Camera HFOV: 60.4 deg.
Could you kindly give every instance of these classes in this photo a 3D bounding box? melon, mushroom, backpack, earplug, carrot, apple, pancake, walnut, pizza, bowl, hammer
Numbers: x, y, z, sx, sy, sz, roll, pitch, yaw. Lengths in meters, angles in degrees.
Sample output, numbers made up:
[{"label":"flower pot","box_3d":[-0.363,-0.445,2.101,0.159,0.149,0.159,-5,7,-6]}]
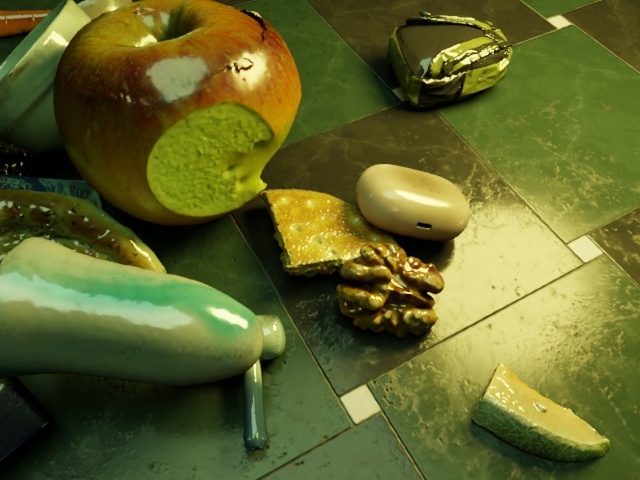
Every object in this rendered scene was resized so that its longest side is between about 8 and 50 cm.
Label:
[{"label":"melon","box_3d":[0.314,0.259,0.780,0.182,0.054,0.098,34,45,20]},{"label":"mushroom","box_3d":[-0.499,-0.480,1.232,0.188,0.141,0.117,-27,94,-17]},{"label":"backpack","box_3d":[0.279,-0.395,1.176,0.254,0.140,0.207,-13,58,-6]},{"label":"earplug","box_3d":[-0.236,0.116,0.724,0.324,0.185,0.185,11,55,-2]},{"label":"carrot","box_3d":[-0.704,-0.505,1.280,0.336,0.069,0.069,-11,56,-17]},{"label":"apple","box_3d":[-0.221,-0.194,0.902,0.384,0.374,0.374,0,55,4]},{"label":"pancake","box_3d":[-0.415,0.022,0.816,0.377,0.054,0.197,7,85,-26]},{"label":"walnut","box_3d":[0.111,0.077,0.852,0.170,0.069,0.142,13,85,-6]},{"label":"pizza","box_3d":[0.000,0.000,0.935,0.292,0.058,0.197,23,49,14]},{"label":"bowl","box_3d":[-0.507,-0.281,1.017,0.307,0.163,0.307,-25,44,27]},{"label":"hammer","box_3d":[-0.102,0.202,0.791,0.116,0.069,0.193,-5,60,-6]}]

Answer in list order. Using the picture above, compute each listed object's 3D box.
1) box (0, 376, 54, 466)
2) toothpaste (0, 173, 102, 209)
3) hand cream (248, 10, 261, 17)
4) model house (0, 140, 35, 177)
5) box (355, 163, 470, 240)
[{"label":"box","box_3d":[-0.500,0.198,0.712,0.168,0.071,0.259,-42,93,-26]},{"label":"toothpaste","box_3d":[-0.473,-0.077,0.887,0.069,0.047,0.268,40,19,27]},{"label":"hand cream","box_3d":[-0.176,-0.450,1.265,0.076,0.047,0.174,9,63,4]},{"label":"model house","box_3d":[-0.657,-0.066,0.901,0.317,0.297,0.282,-5,27,24]},{"label":"box","box_3d":[0.158,-0.065,0.943,0.200,0.088,0.146,12,34,-16]}]
